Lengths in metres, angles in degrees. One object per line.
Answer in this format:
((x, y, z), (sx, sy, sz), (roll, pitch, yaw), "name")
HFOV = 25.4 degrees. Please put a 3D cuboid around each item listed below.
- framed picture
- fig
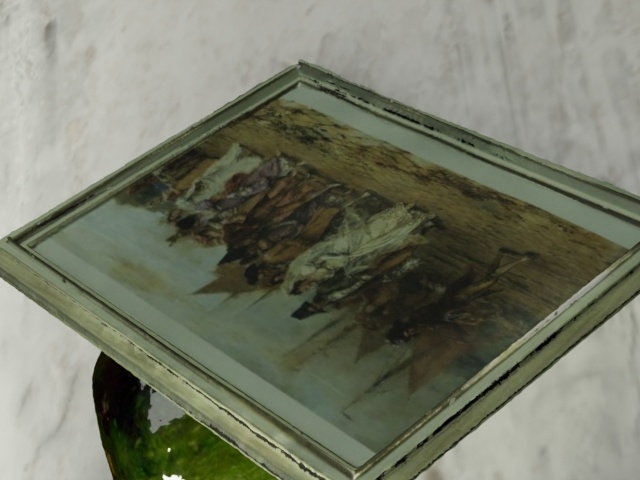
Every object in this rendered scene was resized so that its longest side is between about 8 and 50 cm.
((0.000, 0.000, 0.635), (0.217, 0.017, 0.274), (-36, 42, -28), "framed picture")
((-0.029, 0.071, 0.670), (0.156, 0.123, 0.123), (-21, 51, -14), "fig")
